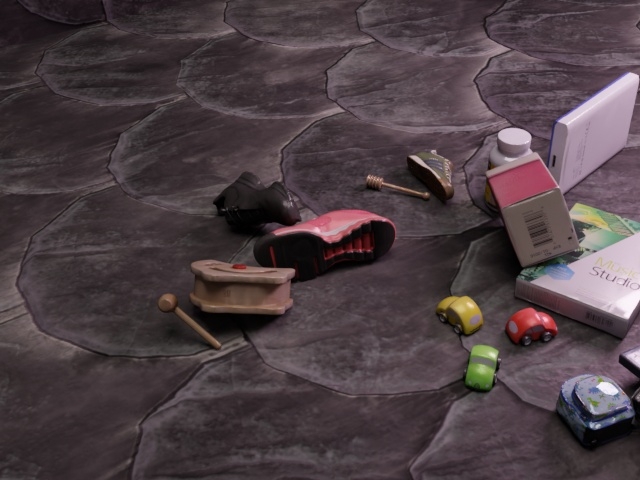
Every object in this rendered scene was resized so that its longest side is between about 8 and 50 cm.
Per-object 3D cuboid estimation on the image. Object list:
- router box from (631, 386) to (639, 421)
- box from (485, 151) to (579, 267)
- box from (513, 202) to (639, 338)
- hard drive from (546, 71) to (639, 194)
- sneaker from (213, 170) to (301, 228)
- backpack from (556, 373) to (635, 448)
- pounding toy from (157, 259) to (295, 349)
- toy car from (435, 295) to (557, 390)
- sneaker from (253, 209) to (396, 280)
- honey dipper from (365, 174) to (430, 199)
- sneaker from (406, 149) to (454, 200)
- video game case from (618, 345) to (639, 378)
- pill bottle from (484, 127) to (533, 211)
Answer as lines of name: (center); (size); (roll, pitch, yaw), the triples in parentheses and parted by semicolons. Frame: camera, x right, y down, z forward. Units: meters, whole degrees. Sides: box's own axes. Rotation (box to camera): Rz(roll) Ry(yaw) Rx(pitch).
router box: (0.583, 0.301, 1.383); (0.038, 0.092, 0.122); (-45, 51, -11)
box: (0.444, -0.069, 1.763); (0.127, 0.148, 0.232); (-21, 20, 11)
box: (0.580, 0.052, 1.737); (0.232, 0.058, 0.322); (22, 42, 28)
hard drive: (0.652, -0.252, 1.998); (0.319, 0.210, 0.040); (-33, 46, -33)
sneaker: (-0.146, -0.071, 1.890); (0.130, 0.109, 0.286); (-35, 26, -21)
backpack: (0.470, 0.281, 1.427); (0.105, 0.084, 0.114); (-14, 37, -18)
pounding toy: (-0.188, 0.126, 1.677); (0.270, 0.154, 0.154); (3, 9, -8)
toy car: (0.322, 0.189, 1.577); (0.239, 0.053, 0.225); (10, 39, 16)
sneaker: (0.000, 0.000, 1.820); (0.314, 0.115, 0.136); (-10, 25, -15)
honey dipper: (0.188, -0.125, 2.014); (0.161, 0.030, 0.030); (17, 42, 17)
sneaker: (0.292, -0.169, 2.029); (0.086, 0.064, 0.192); (-21, 38, -15)
video game case: (0.704, 0.220, 1.477); (0.274, 0.026, 0.196); (-16, 35, -22)
pill bottle: (0.437, -0.161, 1.916); (0.103, 0.184, 0.103); (-1, 37, 1)
